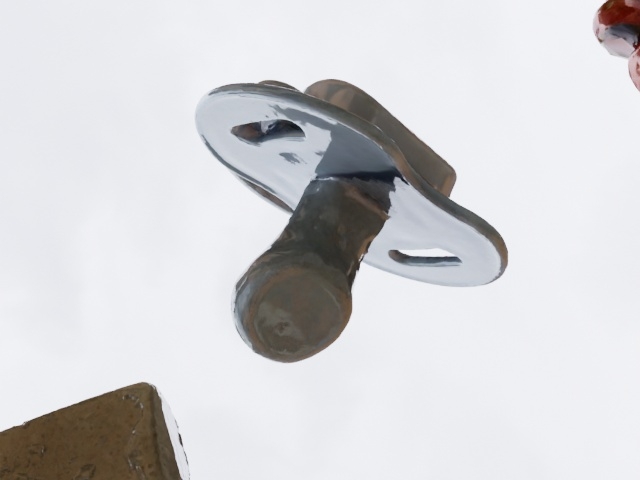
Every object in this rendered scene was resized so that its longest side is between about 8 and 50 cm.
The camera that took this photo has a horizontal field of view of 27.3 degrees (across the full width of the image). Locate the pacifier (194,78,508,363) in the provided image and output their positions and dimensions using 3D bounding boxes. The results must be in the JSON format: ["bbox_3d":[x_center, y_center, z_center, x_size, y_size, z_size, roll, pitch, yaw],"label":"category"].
[{"bbox_3d":[0.000,0.000,1.005,0.279,0.227,0.207,37,-116,-32],"label":"pacifier"}]

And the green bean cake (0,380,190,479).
[{"bbox_3d":[-0.208,0.207,1.156,0.085,0.179,0.109,71,178,-54],"label":"green bean cake"}]

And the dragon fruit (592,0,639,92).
[{"bbox_3d":[0.196,-0.081,0.539,0.133,0.208,0.150,13,-78,-46],"label":"dragon fruit"}]
